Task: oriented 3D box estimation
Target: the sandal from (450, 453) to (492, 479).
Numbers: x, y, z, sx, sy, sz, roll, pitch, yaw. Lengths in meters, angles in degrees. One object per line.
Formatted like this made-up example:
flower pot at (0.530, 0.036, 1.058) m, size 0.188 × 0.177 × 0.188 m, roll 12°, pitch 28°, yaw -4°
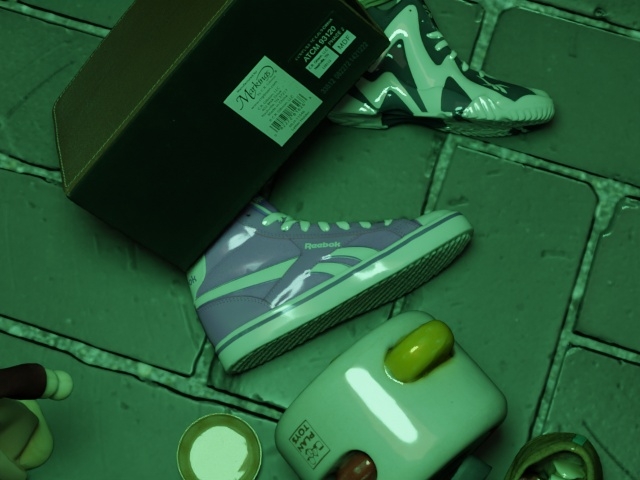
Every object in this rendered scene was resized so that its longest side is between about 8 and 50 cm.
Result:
sandal at (0.087, 0.310, 1.273) m, size 0.054 × 0.097 × 0.254 m, roll 33°, pitch 106°, yaw 9°

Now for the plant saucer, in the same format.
plant saucer at (-0.098, 0.211, 1.388) m, size 0.083 × 0.015 × 0.083 m, roll -1°, pitch 75°, yaw 2°

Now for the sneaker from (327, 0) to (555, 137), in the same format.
sneaker at (0.123, -0.191, 1.449) m, size 0.235 × 0.094 × 0.153 m, roll 3°, pitch 83°, yaw 14°

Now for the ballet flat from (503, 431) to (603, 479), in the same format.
ballet flat at (0.170, 0.327, 1.287) m, size 0.116 × 0.124 × 0.342 m, roll 26°, pitch 77°, yaw 11°

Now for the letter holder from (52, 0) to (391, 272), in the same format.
letter holder at (-0.111, -0.163, 1.391) m, size 0.302 × 0.152 × 0.214 m, roll -47°, pitch 32°, yaw 13°

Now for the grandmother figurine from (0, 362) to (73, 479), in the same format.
grandmother figurine at (-0.321, 0.152, 1.246) m, size 0.208 × 0.342 × 0.104 m, roll -23°, pitch 74°, yaw -3°

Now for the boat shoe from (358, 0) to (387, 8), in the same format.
boat shoe at (-0.044, -0.264, 1.476) m, size 0.302 × 0.098 × 0.109 m, roll -21°, pitch 74°, yaw -3°

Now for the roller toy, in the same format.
roller toy at (0.060, 0.163, 1.300) m, size 0.191 × 0.209 × 0.146 m, roll -41°, pitch 77°, yaw -2°

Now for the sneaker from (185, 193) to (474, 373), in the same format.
sneaker at (0.000, 0.000, 1.401) m, size 0.282 × 0.102 × 0.161 m, roll -24°, pitch 72°, yaw -4°
